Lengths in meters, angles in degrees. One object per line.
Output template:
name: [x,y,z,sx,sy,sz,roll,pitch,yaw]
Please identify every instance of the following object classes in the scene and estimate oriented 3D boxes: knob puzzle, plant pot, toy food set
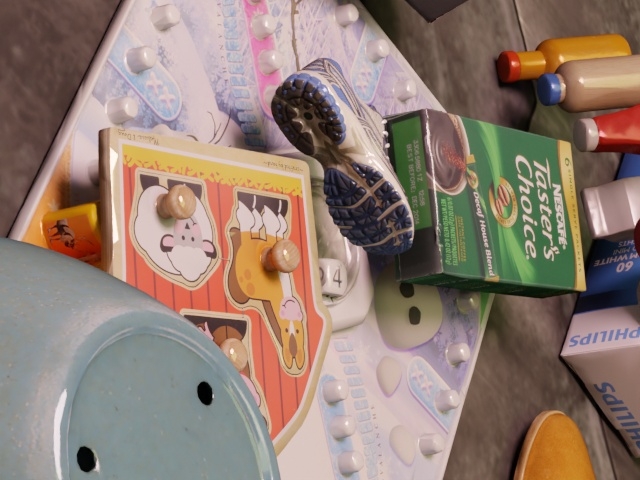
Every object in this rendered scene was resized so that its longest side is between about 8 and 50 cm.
knob puzzle: [-0.048,0.040,1.036,0.213,0.030,0.213,19,65,-50]
plant pot: [-0.131,0.117,0.757,0.290,0.195,0.290,31,50,-45]
toy food set: [0.216,-0.054,1.395,0.105,0.111,0.232,-7,76,-20]

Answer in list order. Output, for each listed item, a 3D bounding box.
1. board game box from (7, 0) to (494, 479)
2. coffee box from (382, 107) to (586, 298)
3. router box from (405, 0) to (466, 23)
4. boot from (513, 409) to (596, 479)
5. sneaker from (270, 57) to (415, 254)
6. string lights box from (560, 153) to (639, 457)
board game box: [0.000,0.000,1.180,0.390,0.050,0.390,48,46,-34]
coffee box: [0.112,-0.022,1.258,0.184,0.040,0.113,10,72,-52]
router box: [0.030,-0.238,1.232,0.179,0.046,0.133,33,32,-55]
boot: [0.243,0.253,1.296,0.104,0.211,0.295,20,65,-50]
sneaker: [0.025,-0.054,1.144,0.135,0.052,0.058,61,35,-23]
string lights box: [0.285,0.033,1.527,0.133,0.077,0.259,51,44,-32]
